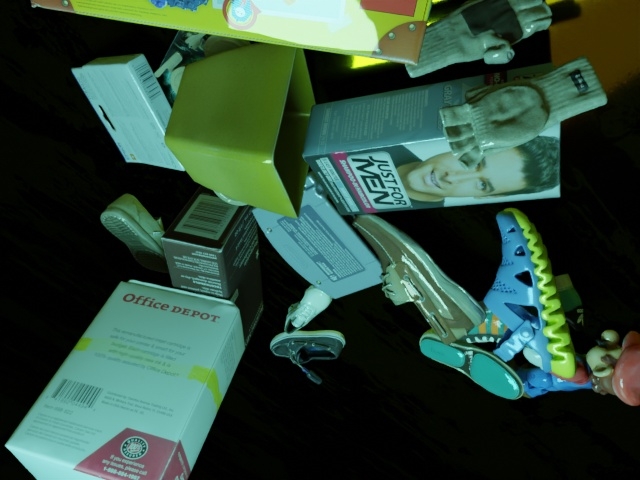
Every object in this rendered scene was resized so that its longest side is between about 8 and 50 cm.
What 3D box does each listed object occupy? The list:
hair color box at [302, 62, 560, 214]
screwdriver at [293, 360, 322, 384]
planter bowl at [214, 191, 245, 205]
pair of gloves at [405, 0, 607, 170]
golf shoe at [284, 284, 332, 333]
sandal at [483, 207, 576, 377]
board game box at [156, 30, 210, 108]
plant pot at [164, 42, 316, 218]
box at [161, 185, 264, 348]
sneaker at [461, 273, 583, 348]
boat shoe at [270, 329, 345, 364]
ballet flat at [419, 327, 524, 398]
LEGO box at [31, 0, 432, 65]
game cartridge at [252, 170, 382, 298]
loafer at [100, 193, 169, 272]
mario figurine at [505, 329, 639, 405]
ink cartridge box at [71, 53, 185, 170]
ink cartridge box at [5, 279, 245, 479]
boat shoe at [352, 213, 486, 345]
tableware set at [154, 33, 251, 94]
[{"bbox_3d":[0.182,-0.147,0.842,0.374,0.114,0.185,-4,150,23],"label":"hair color box"},{"bbox_3d":[-0.062,0.357,1.492,0.170,0.024,0.025,40,161,-8],"label":"screwdriver"},{"bbox_3d":[-0.152,-0.137,1.013,0.162,0.109,0.162,11,133,12],"label":"planter bowl"},{"bbox_3d":[0.237,-0.232,0.710,0.204,0.240,0.042,-26,158,11],"label":"pair of gloves"},{"bbox_3d":[-0.032,0.174,1.260,0.069,0.086,0.176,34,136,-6],"label":"golf shoe"},{"bbox_3d":[0.362,0.099,0.948,0.138,0.126,0.318,-14,86,26],"label":"sandal"},{"bbox_3d":[-0.235,-0.294,0.959,0.126,0.026,0.186,37,132,-14],"label":"board game box"},{"bbox_3d":[-0.124,-0.177,0.839,0.187,0.212,0.212,6,161,10],"label":"plant pot"},{"bbox_3d":[-0.230,0.089,1.189,0.143,0.191,0.382,12,134,10],"label":"box"},{"bbox_3d":[0.381,0.174,1.066,0.302,0.121,0.108,-29,159,37],"label":"sneaker"},{"bbox_3d":[-0.043,0.293,1.383,0.228,0.076,0.080,-8,127,26],"label":"boat shoe"},{"bbox_3d":[0.344,0.264,1.168,0.248,0.086,0.086,26,140,31],"label":"ballet flat"},{"bbox_3d":[-0.094,-0.450,0.601,0.499,0.193,0.373,9,133,1],"label":"LEGO box"},{"bbox_3d":[0.000,0.000,1.121,0.196,0.060,0.294,-26,118,32],"label":"game cartridge"},{"bbox_3d":[-0.409,-0.012,1.239,0.101,0.092,0.269,5,148,19],"label":"loafer"},{"bbox_3d":[0.552,0.250,1.102,0.320,0.198,0.170,-23,90,46],"label":"mario figurine"},{"bbox_3d":[-0.363,-0.247,1.016,0.224,0.045,0.223,14,138,39],"label":"ink cartridge box"},{"bbox_3d":[-0.343,0.289,1.015,0.279,0.385,0.160,12,136,10],"label":"ink cartridge box"},{"bbox_3d":[0.174,0.074,1.020,0.324,0.123,0.116,44,93,5],"label":"boat shoe"},{"bbox_3d":[-0.184,-0.298,0.894,0.194,0.039,0.128,-20,133,40],"label":"tableware set"}]
